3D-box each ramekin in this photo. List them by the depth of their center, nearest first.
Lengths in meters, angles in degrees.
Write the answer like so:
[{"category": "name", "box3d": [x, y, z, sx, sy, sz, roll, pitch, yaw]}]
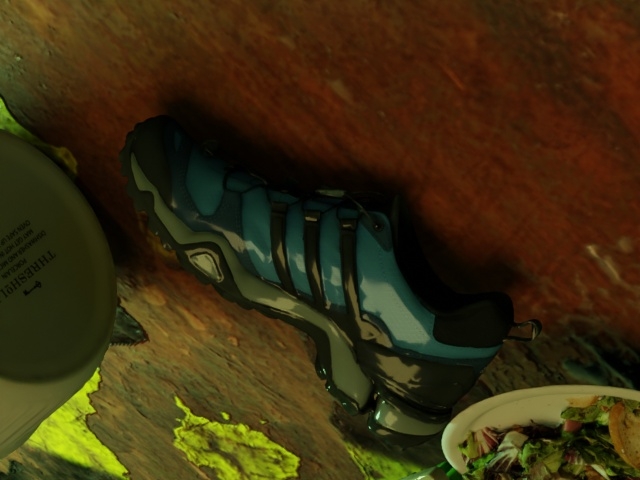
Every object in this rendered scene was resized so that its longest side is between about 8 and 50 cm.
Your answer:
[{"category": "ramekin", "box3d": [-0.275, 0.030, 0.869, 0.127, 0.273, 0.273, -28, 111, 31]}]

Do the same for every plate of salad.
[{"category": "plate of salad", "box3d": [0.187, 0.161, 0.827, 0.200, 0.048, 0.200, 5, 145, 3]}]

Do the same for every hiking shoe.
[{"category": "hiking shoe", "box3d": [0.000, 0.000, 0.806, 0.304, 0.113, 0.132, 41, 108, 0]}]

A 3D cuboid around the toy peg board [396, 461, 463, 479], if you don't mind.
[{"category": "toy peg board", "box3d": [0.101, 0.261, 0.955, 0.161, 0.079, 0.160, -33, 89, 45]}]
